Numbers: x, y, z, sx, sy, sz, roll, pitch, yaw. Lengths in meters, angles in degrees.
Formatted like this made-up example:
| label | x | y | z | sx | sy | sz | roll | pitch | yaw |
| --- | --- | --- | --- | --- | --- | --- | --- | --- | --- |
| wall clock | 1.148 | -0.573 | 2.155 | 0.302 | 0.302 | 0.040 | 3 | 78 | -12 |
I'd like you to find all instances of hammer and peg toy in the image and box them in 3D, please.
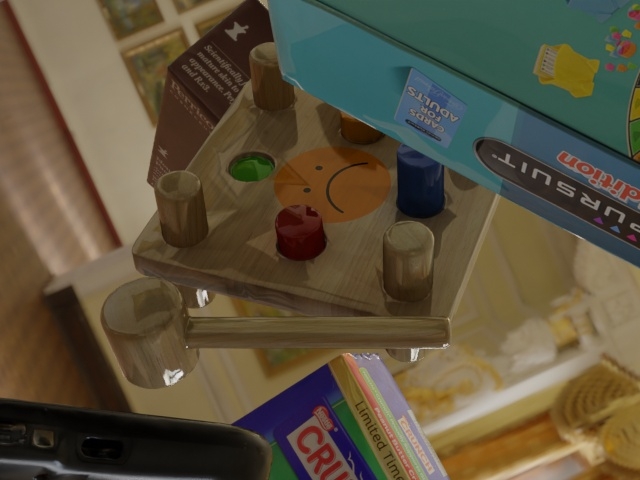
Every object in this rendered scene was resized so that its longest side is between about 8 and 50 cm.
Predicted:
| label | x | y | z | sx | sy | sz | roll | pitch | yaw |
| --- | --- | --- | --- | --- | --- | --- | --- | --- | --- |
| hammer and peg toy | 0.000 | 0.000 | 0.854 | 0.127 | 0.266 | 0.361 | 86 | 22 | -44 |

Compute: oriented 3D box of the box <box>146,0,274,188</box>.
| label | x | y | z | sx | sy | sz | roll | pitch | yaw |
| --- | --- | --- | --- | --- | --- | --- | --- | --- | --- |
| box | -0.085 | -0.104 | 1.293 | 0.191 | 0.143 | 0.381 | 45 | -21 | 3 |

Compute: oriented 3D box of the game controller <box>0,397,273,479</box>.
| label | x | y | z | sx | sy | sz | roll | pitch | yaw |
| --- | --- | --- | --- | --- | --- | --- | --- | --- | --- |
| game controller | -0.172 | 0.106 | 0.444 | 0.319 | 0.166 | 0.067 | 15 | 42 | -42 |

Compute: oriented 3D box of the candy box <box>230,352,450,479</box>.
| label | x | y | z | sx | sy | sz | roll | pitch | yaw |
| --- | --- | --- | --- | --- | --- | --- | --- | --- | --- |
| candy box | -0.011 | 0.325 | 1.303 | 0.268 | 0.317 | 0.122 | 61 | 19 | 16 |

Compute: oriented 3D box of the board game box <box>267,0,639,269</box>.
| label | x | y | z | sx | sy | sz | roll | pitch | yaw |
| --- | --- | --- | --- | --- | --- | --- | --- | --- | --- |
| board game box | 0.188 | -0.105 | 0.461 | 0.336 | 0.253 | 0.079 | 30 | -19 | 16 |
